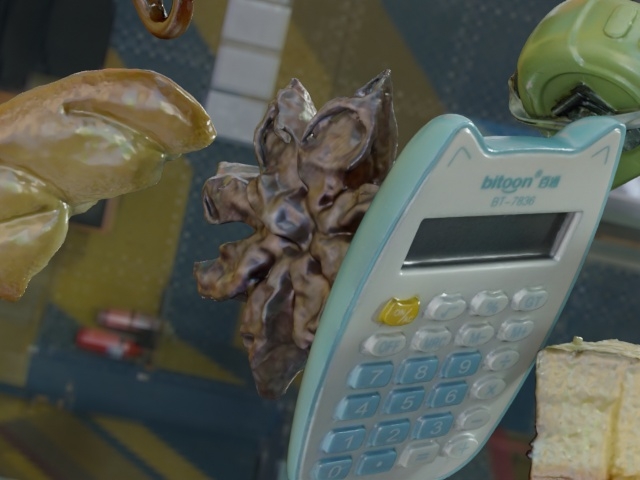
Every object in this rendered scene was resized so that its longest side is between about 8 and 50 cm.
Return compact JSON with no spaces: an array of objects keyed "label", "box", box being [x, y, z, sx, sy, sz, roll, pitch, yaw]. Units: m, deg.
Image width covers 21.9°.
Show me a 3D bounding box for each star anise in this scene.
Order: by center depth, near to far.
[{"label":"star anise","box":[-0.001,0.001,1.497,0.331,0.117,0.332,-7,-100,42]}]

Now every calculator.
[{"label":"calculator","box":[0.099,0.065,1.339,0.054,0.256,0.386,40,-58,40]}]

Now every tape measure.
[{"label":"tape measure","box":[0.250,-0.125,1.419,0.106,0.175,0.200,-56,-163,-26]}]

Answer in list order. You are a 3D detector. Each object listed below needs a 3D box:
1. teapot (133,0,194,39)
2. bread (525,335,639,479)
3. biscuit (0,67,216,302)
[{"label":"teapot","box":[-0.157,-0.302,1.457,0.135,0.178,0.252,-27,-103,56]},{"label":"bread","box":[0.276,0.206,1.350,0.178,0.135,0.240,7,-85,48]},{"label":"biscuit","box":[-0.254,-0.067,1.560,0.299,0.154,0.045,-38,-161,12]}]
